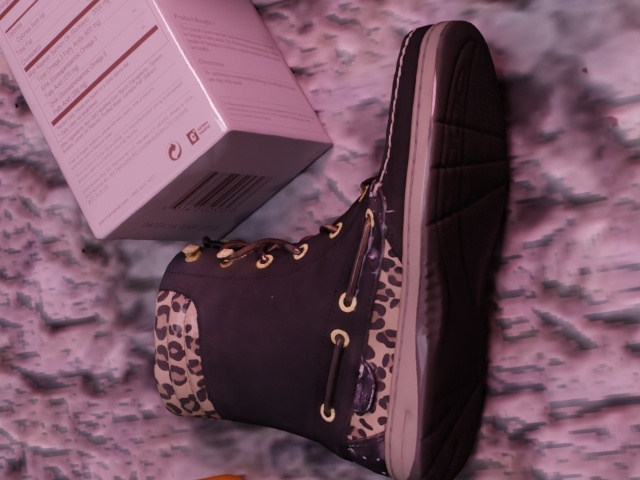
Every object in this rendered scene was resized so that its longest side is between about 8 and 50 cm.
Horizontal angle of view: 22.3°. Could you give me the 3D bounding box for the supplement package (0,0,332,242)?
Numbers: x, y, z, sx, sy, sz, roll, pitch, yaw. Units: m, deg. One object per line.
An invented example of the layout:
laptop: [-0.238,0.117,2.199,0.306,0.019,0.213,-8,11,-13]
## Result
supplement package: [-0.096,-0.099,0.897,0.105,0.105,0.179,-38,69,26]

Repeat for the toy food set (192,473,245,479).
toy food set: [-0.038,0.241,0.852,0.111,0.104,0.232,-10,83,32]

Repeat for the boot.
boot: [-0.001,0.001,0.842,0.179,0.085,0.236,8,98,32]
